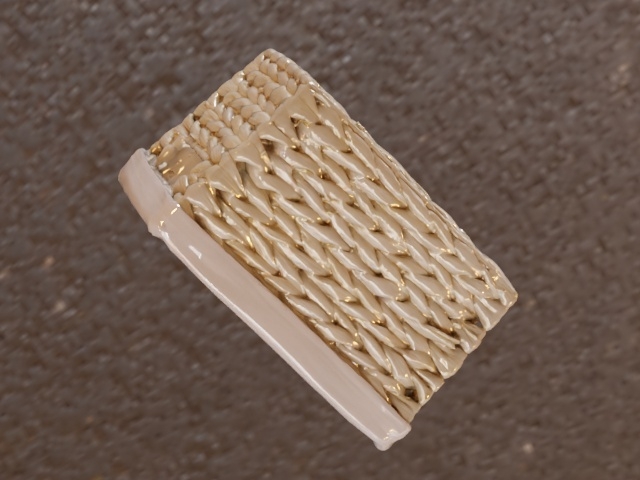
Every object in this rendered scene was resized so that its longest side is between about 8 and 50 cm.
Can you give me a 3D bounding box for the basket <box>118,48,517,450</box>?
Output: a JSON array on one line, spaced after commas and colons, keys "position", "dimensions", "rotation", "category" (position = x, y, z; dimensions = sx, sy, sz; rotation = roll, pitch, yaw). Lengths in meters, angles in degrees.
[{"position": [0.000, 0.000, 0.916], "dimensions": [0.103, 0.113, 0.167], "rotation": [-44, 111, 0], "category": "basket"}]
